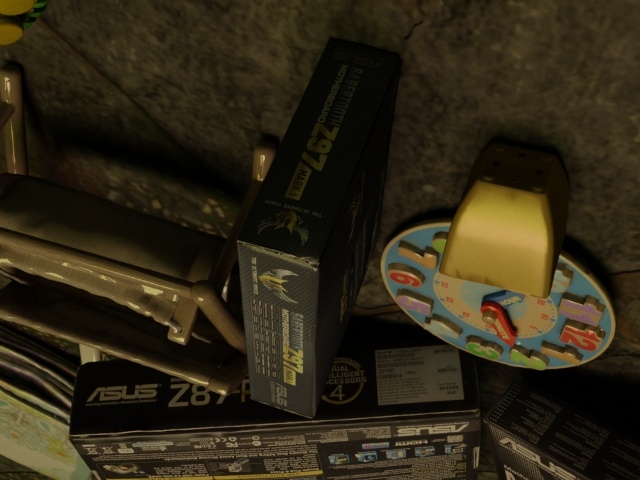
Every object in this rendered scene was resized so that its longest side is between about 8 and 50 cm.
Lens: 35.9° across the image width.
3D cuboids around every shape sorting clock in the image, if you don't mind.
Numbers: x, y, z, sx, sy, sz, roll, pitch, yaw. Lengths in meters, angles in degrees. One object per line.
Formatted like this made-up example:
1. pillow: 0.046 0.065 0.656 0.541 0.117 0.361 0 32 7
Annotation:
1. shape sorting clock: 0.148 0.052 0.846 0.206 0.040 0.206 15 147 10

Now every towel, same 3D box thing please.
1. towel: -0.454 0.235 1.449 0.321 0.090 0.374 29 148 -5

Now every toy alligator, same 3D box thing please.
1. toy alligator: -0.208 -0.193 0.693 0.051 0.056 0.190 -10 163 -32

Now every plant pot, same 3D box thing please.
1. plant pot: 0.136 -0.022 0.712 0.082 0.081 0.083 13 135 15

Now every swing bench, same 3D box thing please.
1. swing bench: -0.177 0.015 0.873 0.253 0.165 0.254 16 148 9

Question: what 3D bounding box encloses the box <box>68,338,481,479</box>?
1. box: -0.030 0.231 1.060 0.395 0.097 0.318 -5 142 5

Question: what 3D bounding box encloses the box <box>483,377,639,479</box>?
1. box: 0.291 0.264 0.923 0.270 0.060 0.216 26 153 35

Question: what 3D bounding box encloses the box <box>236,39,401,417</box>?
1. box: 0.000 0.000 0.725 0.059 0.183 0.232 16 147 10

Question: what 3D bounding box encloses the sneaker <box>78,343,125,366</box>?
1. sneaker: -0.242 0.170 1.189 0.148 0.131 0.350 23 144 29

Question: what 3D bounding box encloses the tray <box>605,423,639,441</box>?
1. tray: 0.352 0.265 1.051 0.270 0.030 0.145 33 147 -17
